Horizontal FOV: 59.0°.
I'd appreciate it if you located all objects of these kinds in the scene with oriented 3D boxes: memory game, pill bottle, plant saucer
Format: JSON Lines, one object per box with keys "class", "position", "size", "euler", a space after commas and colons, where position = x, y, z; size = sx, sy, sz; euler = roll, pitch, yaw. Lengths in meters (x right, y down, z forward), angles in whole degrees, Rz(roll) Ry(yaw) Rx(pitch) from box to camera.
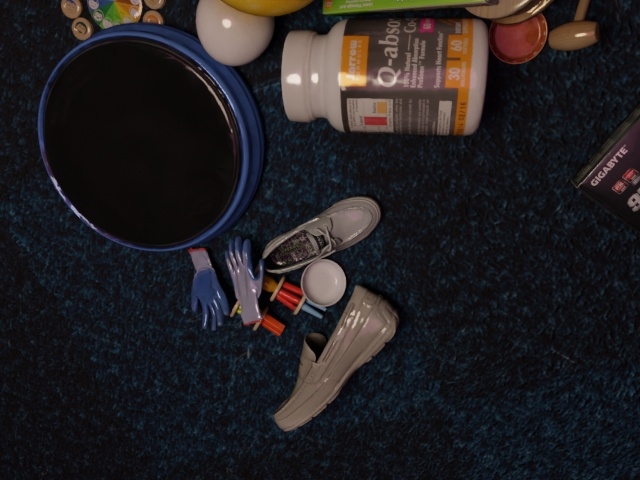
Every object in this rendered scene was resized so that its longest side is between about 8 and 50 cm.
{"class": "memory game", "position": [-0.340, -0.391, 0.928], "size": [0.186, 0.012, 0.186], "euler": [3, 109, 10]}
{"class": "pill bottle", "position": [0.093, -0.236, 0.821], "size": [0.278, 0.162, 0.162], "euler": [3, 110, 9]}
{"class": "plant saucer", "position": [0.291, -0.305, 0.838], "size": [0.083, 0.013, 0.084], "euler": [4, 110, 10]}

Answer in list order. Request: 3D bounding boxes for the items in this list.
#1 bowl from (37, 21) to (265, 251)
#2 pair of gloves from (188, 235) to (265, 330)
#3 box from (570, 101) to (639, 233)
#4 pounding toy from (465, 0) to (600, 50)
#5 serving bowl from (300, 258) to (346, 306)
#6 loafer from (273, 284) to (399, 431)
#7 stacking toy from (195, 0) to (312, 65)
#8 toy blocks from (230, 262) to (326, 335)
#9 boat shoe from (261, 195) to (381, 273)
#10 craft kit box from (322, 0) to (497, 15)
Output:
{"class": "bowl", "position": [-0.292, -0.161, 0.958], "size": [0.390, 0.077, 0.391], "euler": [3, 112, 9]}
{"class": "pair of gloves", "position": [-0.169, 0.079, 1.008], "size": [0.198, 0.023, 0.159], "euler": [-11, 91, 37]}
{"class": "box", "position": [0.520, -0.120, 0.839], "size": [0.175, 0.051, 0.220], "euler": [35, 112, -3]}
{"class": "pounding toy", "position": [0.285, -0.383, 0.777], "size": [0.154, 0.154, 0.270], "euler": [-6, 96, 38]}
{"class": "serving bowl", "position": [0.002, 0.075, 1.006], "size": [0.083, 0.027, 0.083], "euler": [1, 88, -19]}
{"class": "loafer", "position": [0.010, 0.215, 1.028], "size": [0.111, 0.112, 0.319], "euler": [40, 104, 1]}
{"class": "stacking toy", "position": [-0.065, -0.404, 0.705], "size": [0.350, 0.351, 0.480], "euler": [33, 139, -2]}
{"class": "toy blocks", "position": [-0.076, 0.126, 1.037], "size": [0.148, 0.054, 0.123], "euler": [30, 111, -1]}
{"class": "boat shoe", "position": [-0.001, -0.001, 0.963], "size": [0.227, 0.081, 0.079], "euler": [-26, 103, 18]}
{"class": "craft kit box", "position": [0.116, -0.436, 0.751], "size": [0.249, 0.061, 0.247], "euler": [11, 108, 32]}
